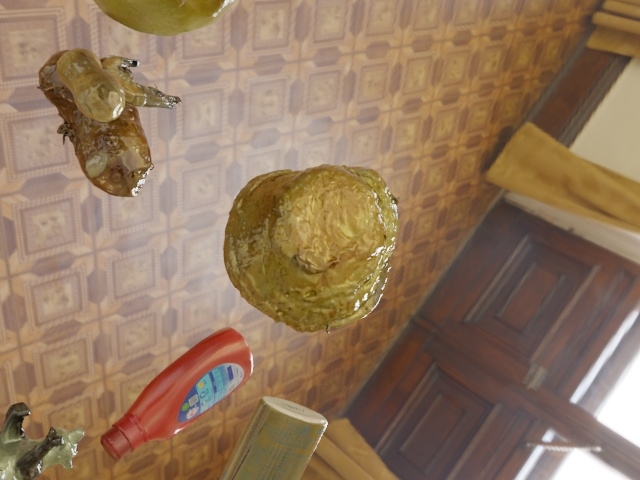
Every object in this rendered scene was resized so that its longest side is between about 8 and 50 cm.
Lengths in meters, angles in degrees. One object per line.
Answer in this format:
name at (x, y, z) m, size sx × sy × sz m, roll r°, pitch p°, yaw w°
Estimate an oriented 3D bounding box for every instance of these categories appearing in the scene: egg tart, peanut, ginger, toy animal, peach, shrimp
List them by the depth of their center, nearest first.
toy animal at (-0.422, 0.303, 0.907) m, size 0.225 × 0.094 × 0.121 m, roll -29°, pitch 144°, yaw -50°
peach at (-0.260, -0.487, 1.083) m, size 0.314 × 0.315 × 0.282 m, roll -30°, pitch 159°, yaw 29°
egg tart at (0.000, 0.000, 1.244) m, size 0.352 × 0.153 × 0.339 m, roll 0°, pitch 74°, yaw -19°
peanut at (-0.461, -0.315, 1.359) m, size 0.098 × 0.229 × 0.103 m, roll -20°, pitch 144°, yaw -29°
shrimp at (-0.423, -0.372, 1.600) m, size 0.051 × 0.150 × 0.217 m, roll -40°, pitch 155°, yaw 27°
ginger at (-0.549, -0.291, 1.635) m, size 0.176 × 0.418 × 0.254 m, roll -31°, pitch 158°, yaw 33°

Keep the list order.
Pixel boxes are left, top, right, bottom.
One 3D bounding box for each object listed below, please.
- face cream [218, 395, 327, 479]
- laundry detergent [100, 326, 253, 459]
face cream at (-0.106, 0.416, 1.175) m, size 0.139 × 0.067 × 0.284 m, roll 26°, pitch 92°, yaw -26°
laundry detergent at (-0.142, 0.158, 0.674) m, size 0.165 × 0.049 × 0.097 m, roll -35°, pitch 144°, yaw -35°
